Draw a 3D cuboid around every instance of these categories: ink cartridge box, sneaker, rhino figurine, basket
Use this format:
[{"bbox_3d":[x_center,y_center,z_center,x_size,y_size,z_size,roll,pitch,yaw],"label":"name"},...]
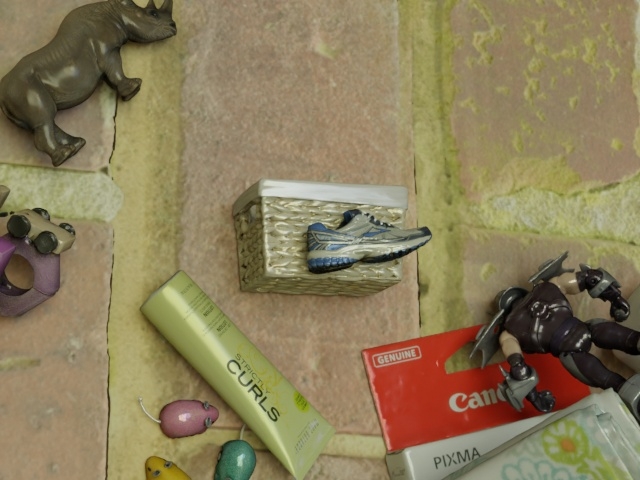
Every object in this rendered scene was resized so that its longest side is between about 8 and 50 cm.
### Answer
[{"bbox_3d":[0.202,0.206,1.376,0.275,0.060,0.239,-10,81,-21],"label":"ink cartridge box"},{"bbox_3d":[0.048,-0.007,1.264,0.135,0.052,0.058,-9,81,-21],"label":"sneaker"},{"bbox_3d":[-0.235,-0.189,1.322,0.106,0.073,0.243,43,65,-7],"label":"rhino figurine"},{"bbox_3d":[0.000,0.000,1.331,0.167,0.113,0.103,2,77,-19],"label":"basket"}]

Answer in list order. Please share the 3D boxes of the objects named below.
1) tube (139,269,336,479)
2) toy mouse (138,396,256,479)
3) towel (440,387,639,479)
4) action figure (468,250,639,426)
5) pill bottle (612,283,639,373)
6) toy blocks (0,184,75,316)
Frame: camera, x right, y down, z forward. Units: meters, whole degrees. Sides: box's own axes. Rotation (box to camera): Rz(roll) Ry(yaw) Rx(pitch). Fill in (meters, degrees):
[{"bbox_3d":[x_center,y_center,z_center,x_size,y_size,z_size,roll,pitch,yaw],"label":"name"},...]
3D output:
[{"bbox_3d":[-0.082,0.134,1.296,0.070,0.062,0.240,-43,94,-11],"label":"tube"},{"bbox_3d":[-0.113,0.208,1.279,0.143,0.031,0.161,-31,87,-24],"label":"toy mouse"},{"bbox_3d":[0.214,0.358,1.214,0.374,0.090,0.320,-35,87,21],"label":"towel"},{"bbox_3d":[0.279,0.114,1.335,0.185,0.285,0.099,-54,131,-6],"label":"action figure"},{"bbox_3d":[0.495,0.157,1.426,0.318,0.176,0.176,31,68,-9],"label":"pill bottle"},{"bbox_3d":[-0.434,0.054,1.138,0.288,0.309,0.260,30,101,3],"label":"toy blocks"}]
